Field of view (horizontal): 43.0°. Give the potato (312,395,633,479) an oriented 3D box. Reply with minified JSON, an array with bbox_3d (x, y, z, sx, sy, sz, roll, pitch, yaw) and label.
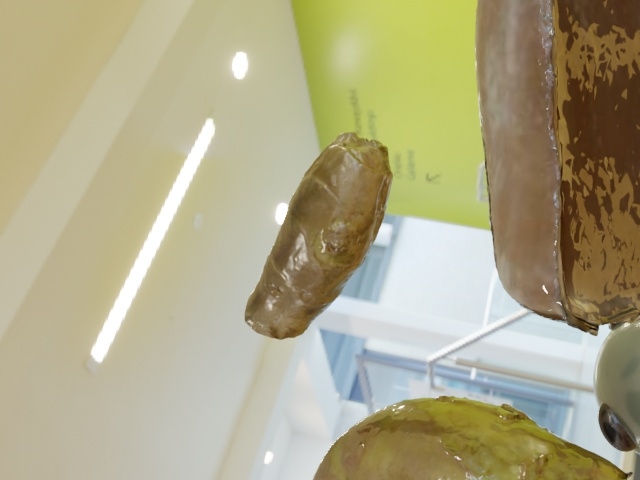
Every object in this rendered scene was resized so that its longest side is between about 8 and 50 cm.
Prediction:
[{"bbox_3d":[0.127,0.270,0.852,0.289,0.237,0.301,-41,-22,-15],"label":"potato"}]

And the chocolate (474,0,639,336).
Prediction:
[{"bbox_3d":[0.139,-0.079,0.465,0.161,0.083,0.261,3,-95,-44],"label":"chocolate"}]

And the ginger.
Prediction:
[{"bbox_3d":[0.000,0.000,0.933,0.109,0.116,0.263,-12,-41,-52],"label":"ginger"}]

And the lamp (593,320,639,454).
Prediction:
[{"bbox_3d":[0.460,0.181,0.991,0.198,0.244,0.197,13,-90,-81],"label":"lamp"}]
